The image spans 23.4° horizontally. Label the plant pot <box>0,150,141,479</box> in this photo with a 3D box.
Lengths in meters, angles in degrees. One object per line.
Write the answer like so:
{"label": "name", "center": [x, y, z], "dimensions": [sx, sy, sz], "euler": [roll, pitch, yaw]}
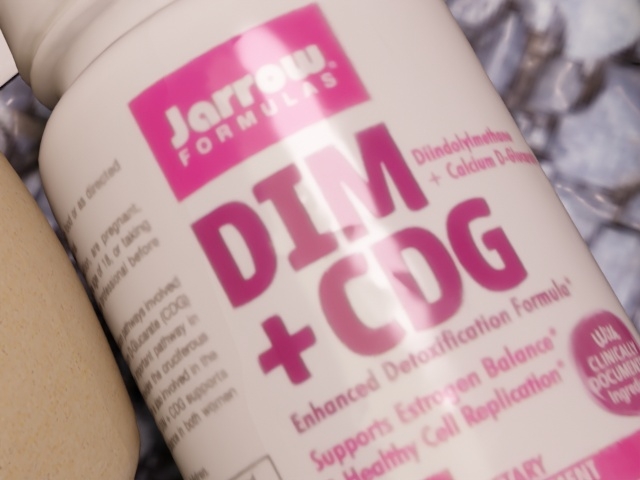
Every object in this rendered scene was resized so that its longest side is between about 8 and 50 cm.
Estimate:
{"label": "plant pot", "center": [-0.174, 0.073, 0.505], "dimensions": [0.191, 0.284, 0.284], "euler": [33, 86, -13]}

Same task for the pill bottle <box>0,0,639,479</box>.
{"label": "pill bottle", "center": [0.000, 0.000, 0.543], "dimensions": [0.160, 0.160, 0.283], "euler": [-29, 78, 2]}

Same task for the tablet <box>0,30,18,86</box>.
{"label": "tablet", "center": [-0.167, -0.073, 0.657], "dimensions": [0.083, 0.006, 0.054], "euler": [-39, 78, 1]}
